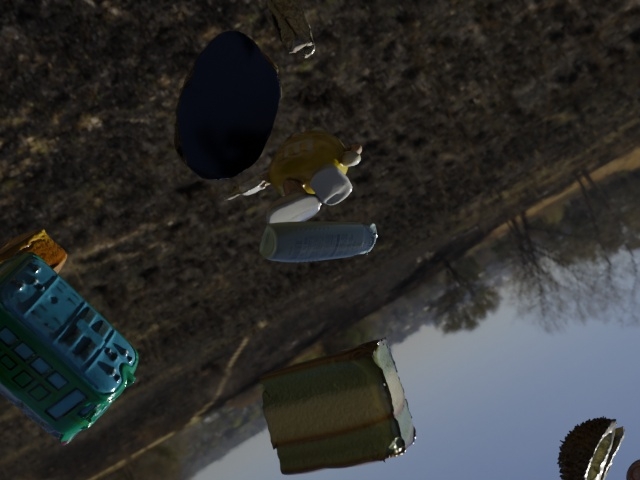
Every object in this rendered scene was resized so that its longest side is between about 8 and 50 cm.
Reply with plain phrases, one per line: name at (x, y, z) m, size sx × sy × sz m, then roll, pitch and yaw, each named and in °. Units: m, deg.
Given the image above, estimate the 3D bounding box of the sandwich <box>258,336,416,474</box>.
sandwich at (0.015, 0.240, 1.060) m, size 0.198 × 0.155 × 0.227 m, roll -18°, pitch 171°, yaw 7°

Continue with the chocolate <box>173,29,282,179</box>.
chocolate at (-0.224, -0.319, 1.779) m, size 0.225 × 0.340 × 0.210 m, roll 12°, pitch -167°, yaw -15°

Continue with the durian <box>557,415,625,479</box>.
durian at (0.380, 0.316, 1.085) m, size 0.110 × 0.140 × 0.071 m, roll 10°, pitch -179°, yaw -43°

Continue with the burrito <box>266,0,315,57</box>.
burrito at (-0.053, -0.372, 1.280) m, size 0.058 × 0.188 × 0.045 m, roll -3°, pitch 139°, yaw -18°

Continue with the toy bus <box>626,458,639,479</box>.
toy bus at (0.778, 0.507, 1.491) m, size 0.294 × 0.197 × 0.232 m, roll -50°, pitch -164°, yaw 15°

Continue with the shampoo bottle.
shampoo bottle at (0.000, 0.000, 1.242) m, size 0.212 × 0.049 × 0.072 m, roll -2°, pitch 120°, yaw -40°

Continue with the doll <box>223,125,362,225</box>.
doll at (-0.048, -0.161, 1.903) m, size 0.348 × 0.161 × 0.423 m, roll -30°, pitch -154°, yaw -21°

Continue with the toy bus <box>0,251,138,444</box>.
toy bus at (-0.502, 0.190, 1.393) m, size 0.199 × 0.343 × 0.183 m, roll -32°, pitch -160°, yaw 28°

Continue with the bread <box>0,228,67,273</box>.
bread at (-0.730, 0.084, 1.787) m, size 0.195 × 0.142 × 0.270 m, roll -14°, pitch -160°, yaw 44°
